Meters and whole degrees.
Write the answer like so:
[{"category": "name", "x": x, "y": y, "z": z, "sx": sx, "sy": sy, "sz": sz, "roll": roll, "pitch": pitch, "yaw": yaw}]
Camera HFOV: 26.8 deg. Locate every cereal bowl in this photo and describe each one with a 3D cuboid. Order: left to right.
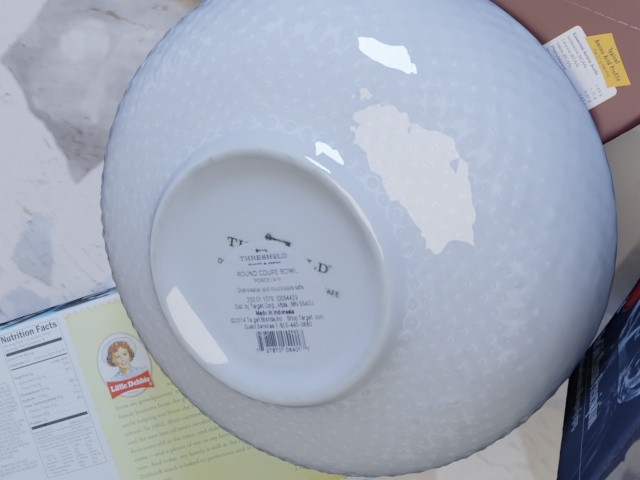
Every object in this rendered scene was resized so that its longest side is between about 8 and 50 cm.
[{"category": "cereal bowl", "x": 0.000, "y": 0.000, "z": 0.826, "sx": 0.339, "sy": 0.141, "sz": 0.339, "roll": 9, "pitch": 111, "yaw": 24}]

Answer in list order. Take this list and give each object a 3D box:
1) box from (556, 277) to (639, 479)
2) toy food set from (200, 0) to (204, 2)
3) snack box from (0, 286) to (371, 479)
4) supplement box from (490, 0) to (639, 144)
[{"category": "box", "x": 0.298, "y": 0.047, "z": 0.778, "sx": 0.179, "sy": 0.343, "sz": 0.312, "roll": 36, "pitch": 103, "yaw": 5}, {"category": "toy food set", "x": -0.044, "y": -0.243, "z": 0.920, "sx": 0.128, "sy": 0.071, "sz": 0.218, "roll": 35, "pitch": 114, "yaw": -3}, {"category": "snack box", "x": -0.110, "y": 0.119, "z": 1.018, "sx": 0.322, "sy": 0.060, "sz": 0.187, "roll": -17, "pitch": 95, "yaw": 14}, {"category": "supplement box", "x": 0.138, "y": -0.149, "z": 0.889, "sx": 0.194, "sy": 0.129, "sz": 0.191, "roll": -29, "pitch": 92, "yaw": 15}]
